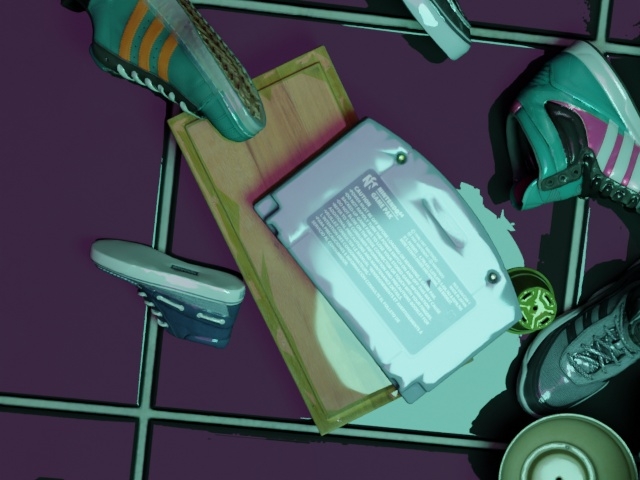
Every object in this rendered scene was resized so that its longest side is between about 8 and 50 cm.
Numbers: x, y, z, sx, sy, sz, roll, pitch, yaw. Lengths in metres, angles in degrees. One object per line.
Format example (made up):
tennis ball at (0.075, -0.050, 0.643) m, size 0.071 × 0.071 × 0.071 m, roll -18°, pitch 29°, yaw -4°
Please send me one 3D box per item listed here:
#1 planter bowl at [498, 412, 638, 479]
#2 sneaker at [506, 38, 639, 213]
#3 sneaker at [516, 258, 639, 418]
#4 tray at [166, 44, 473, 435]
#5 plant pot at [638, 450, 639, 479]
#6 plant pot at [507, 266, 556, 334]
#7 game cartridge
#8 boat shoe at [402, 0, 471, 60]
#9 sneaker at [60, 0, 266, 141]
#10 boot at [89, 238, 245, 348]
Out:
planter bowl at (0.289, 0.287, 1.651) m, size 0.162 × 0.109 × 0.162 m, roll 0°, pitch 83°, yaw 3°
sneaker at (0.316, -0.069, 1.624) m, size 0.178 × 0.124 × 0.295 m, roll -34°, pitch 88°, yaw -6°
sneaker at (0.348, 0.117, 1.628) m, size 0.268 × 0.153 × 0.101 m, roll -41°, pitch 96°, yaw -1°
tray at (0.000, 0.000, 1.632) m, size 0.203 × 0.076 × 0.411 m, roll -26°, pitch 97°, yaw -2°
plant pot at (0.480, 0.255, 1.608) m, size 0.196 × 0.293 × 0.293 m, roll 3°, pitch 95°, yaw 22°
plant pot at (0.249, 0.077, 1.654) m, size 0.083 × 0.079 × 0.083 m, roll 0°, pitch 95°, yaw -5°
game cartridge at (0.087, 0.015, 1.579) m, size 0.196 × 0.060 × 0.294 m, roll -37°, pitch 97°, yaw 2°
boat shoe at (0.108, -0.359, 1.593) m, size 0.105 × 0.113 × 0.306 m, roll -30°, pitch 87°, yaw 13°
sneaker at (-0.180, -0.207, 1.563) m, size 0.121 × 0.108 × 0.302 m, roll -42°, pitch 69°, yaw 12°
boot at (-0.188, 0.065, 1.628) m, size 0.190 × 0.069 × 0.086 m, roll 18°, pitch 112°, yaw 5°
